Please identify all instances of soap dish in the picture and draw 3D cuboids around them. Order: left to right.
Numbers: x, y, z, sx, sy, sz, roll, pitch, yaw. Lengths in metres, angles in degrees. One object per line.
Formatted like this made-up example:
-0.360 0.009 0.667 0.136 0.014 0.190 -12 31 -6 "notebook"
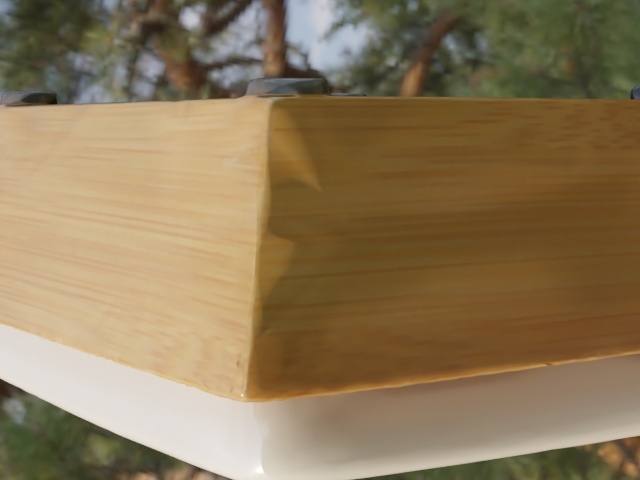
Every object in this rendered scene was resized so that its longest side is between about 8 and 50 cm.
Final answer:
0.000 0.000 0.551 0.228 0.291 0.118 -3 -85 -32 "soap dish"
